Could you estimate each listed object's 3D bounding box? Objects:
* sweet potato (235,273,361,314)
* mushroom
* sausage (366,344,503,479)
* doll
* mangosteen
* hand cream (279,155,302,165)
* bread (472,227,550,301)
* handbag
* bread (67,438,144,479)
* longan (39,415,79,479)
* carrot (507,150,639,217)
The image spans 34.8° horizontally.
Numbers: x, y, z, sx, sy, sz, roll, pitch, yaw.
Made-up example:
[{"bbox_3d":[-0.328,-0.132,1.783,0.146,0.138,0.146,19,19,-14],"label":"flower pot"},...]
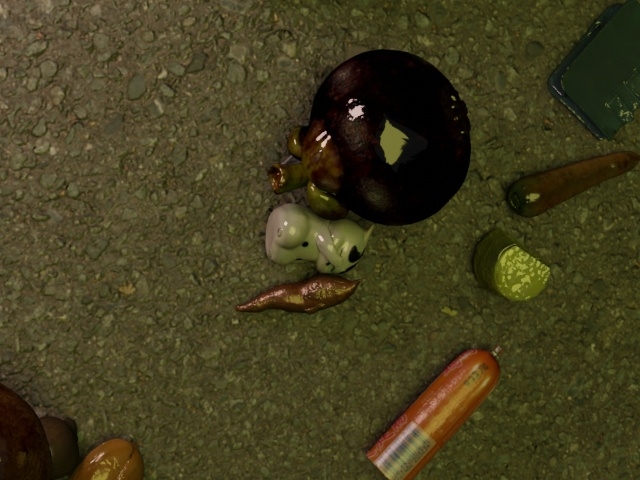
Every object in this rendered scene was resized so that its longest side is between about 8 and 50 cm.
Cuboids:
[{"bbox_3d":[-0.035,0.099,1.775,0.226,0.068,0.068,-12,96,6],"label":"sweet potato"},{"bbox_3d":[-0.586,0.343,1.563,0.239,0.345,0.345,-10,97,-48],"label":"mushroom"},{"bbox_3d":[0.217,0.302,1.826,0.093,0.093,0.312,45,83,-12],"label":"sausage"},{"bbox_3d":[-0.006,0.000,1.748,0.181,0.107,0.110,18,132,-12],"label":"doll"},{"bbox_3d":[0.100,-0.154,1.689,0.297,0.297,0.313,35,129,-13],"label":"mangosteen"},{"bbox_3d":[-0.040,-0.140,1.778,0.093,0.019,0.030,-35,102,-11],"label":"hand cream"},{"bbox_3d":[0.340,0.051,1.830,0.129,0.114,0.111,28,93,-10],"label":"bread"},{"bbox_3d":[0.548,-0.313,1.885,0.179,0.062,0.229,41,84,-15],"label":"handbag"},{"bbox_3d":[-0.366,0.418,1.698,0.114,0.077,0.189,43,77,-35],"label":"bread"},{"bbox_3d":[-0.442,0.339,1.677,0.106,0.106,0.119,60,38,-10],"label":"longan"},{"bbox_3d":[0.482,-0.116,1.877,0.298,0.078,0.078,-19,97,-14],"label":"carrot"}]
